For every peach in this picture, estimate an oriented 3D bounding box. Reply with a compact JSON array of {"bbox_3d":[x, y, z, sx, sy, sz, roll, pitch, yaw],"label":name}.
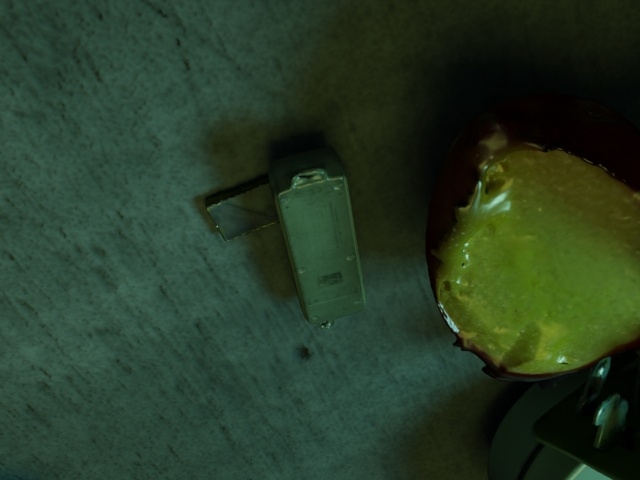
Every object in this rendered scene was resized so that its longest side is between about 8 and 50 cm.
[{"bbox_3d":[0.227,-0.030,0.985,0.257,0.201,0.362,-16,131,21],"label":"peach"}]

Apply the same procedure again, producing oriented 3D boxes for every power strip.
[{"bbox_3d":[-0.001,0.000,1.030,0.078,0.052,0.272,-15,141,-2],"label":"power strip"},{"bbox_3d":[0.426,0.318,1.353,0.357,0.161,0.358,-9,122,-15],"label":"power strip"}]

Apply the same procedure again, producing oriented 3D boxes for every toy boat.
[{"bbox_3d":[-0.060,-0.041,1.017,0.115,0.016,0.063,-20,137,5],"label":"toy boat"}]

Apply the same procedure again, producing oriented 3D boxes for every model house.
[{"bbox_3d":[0.429,0.094,1.110,0.357,0.242,0.313,-23,122,-37],"label":"model house"}]
